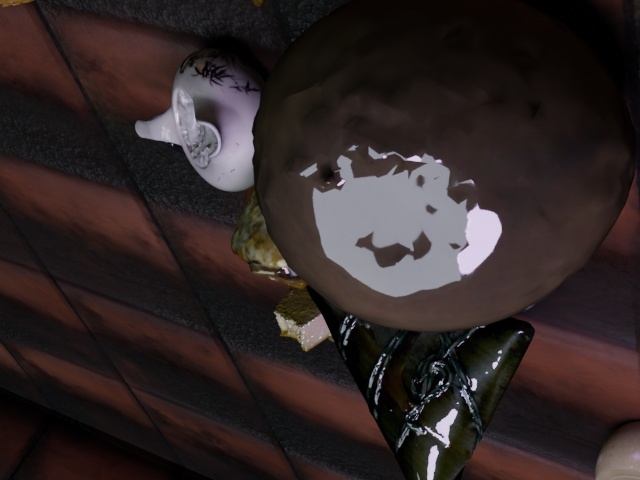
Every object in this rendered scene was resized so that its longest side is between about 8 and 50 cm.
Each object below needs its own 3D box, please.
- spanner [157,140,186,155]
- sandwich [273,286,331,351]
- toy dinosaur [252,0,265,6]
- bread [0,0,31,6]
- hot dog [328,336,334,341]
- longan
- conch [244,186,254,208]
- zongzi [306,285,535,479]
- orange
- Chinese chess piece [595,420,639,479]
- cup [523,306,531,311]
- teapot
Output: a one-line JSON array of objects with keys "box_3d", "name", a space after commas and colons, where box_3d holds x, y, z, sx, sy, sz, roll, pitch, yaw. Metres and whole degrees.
[{"box_3d": [-0.130, -0.126, 2.052, 0.324, 0.040, 0.096, 20, 151, 20], "name": "spanner"}, {"box_3d": [0.011, 0.116, 2.178, 0.193, 0.162, 0.058, 0, 137, 45], "name": "sandwich"}, {"box_3d": [-0.099, -0.364, 1.623, 0.126, 0.039, 0.162, 29, 150, -16], "name": "toy dinosaur"}, {"box_3d": [-0.460, -0.408, 1.766, 0.240, 0.139, 0.240, 3, 154, 1], "name": "bread"}, {"box_3d": [0.115, 0.217, 2.366, 0.215, 0.047, 0.066, 31, -170, 5], "name": "hot dog"}, {"box_3d": [0.120, -0.093, 1.451, 0.404, 0.404, 0.436, 42, 152, -18], "name": "longan"}, {"box_3d": [-0.084, -0.072, 1.967, 0.086, 0.080, 0.233, 9, 133, 29], "name": "conch"}, {"box_3d": [0.184, 0.197, 2.033, 0.383, 0.319, 0.362, 41, -169, 38], "name": "zongzi"}, {"box_3d": [0.032, -0.028, 1.815, 0.270, 0.210, 0.368, 16, 180, 15], "name": "orange"}, {"box_3d": [0.591, 0.411, 2.118, 0.273, 0.102, 0.273, 25, 153, 14], "name": "Chinese chess piece"}, {"box_3d": [0.278, 0.053, 1.890, 0.077, 0.078, 0.100, 49, 180, -21], "name": "cup"}, {"box_3d": [-0.161, -0.169, 1.848, 0.299, 0.166, 0.208, 3, 122, 55], "name": "teapot"}]
